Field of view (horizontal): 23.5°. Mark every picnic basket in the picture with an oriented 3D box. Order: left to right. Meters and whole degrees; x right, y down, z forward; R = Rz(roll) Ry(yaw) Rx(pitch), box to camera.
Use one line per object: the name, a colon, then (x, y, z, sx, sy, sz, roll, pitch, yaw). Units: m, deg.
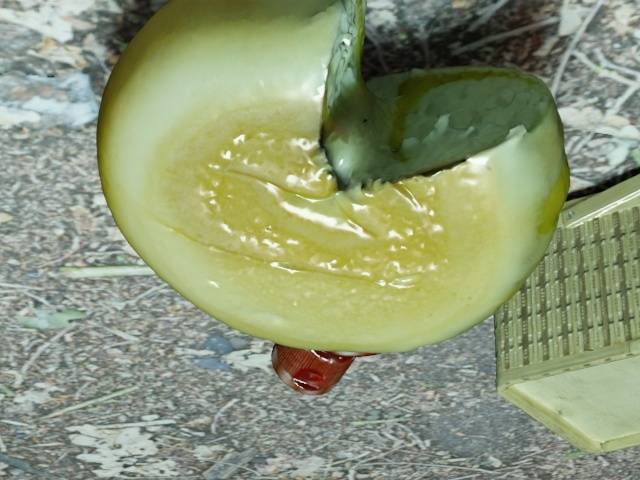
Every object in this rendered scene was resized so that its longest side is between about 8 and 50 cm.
picnic basket: (0.328, 0.051, 1.364, 0.312, 0.175, 0.228, -17, 148, 28)

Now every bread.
bread: (0.005, -0.057, 1.104, 0.333, 0.160, 0.333, 6, 130, 7)

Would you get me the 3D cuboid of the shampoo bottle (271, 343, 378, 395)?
shampoo bottle: (0.045, 0.021, 1.319, 0.118, 0.076, 0.314, 14, 137, -19)
